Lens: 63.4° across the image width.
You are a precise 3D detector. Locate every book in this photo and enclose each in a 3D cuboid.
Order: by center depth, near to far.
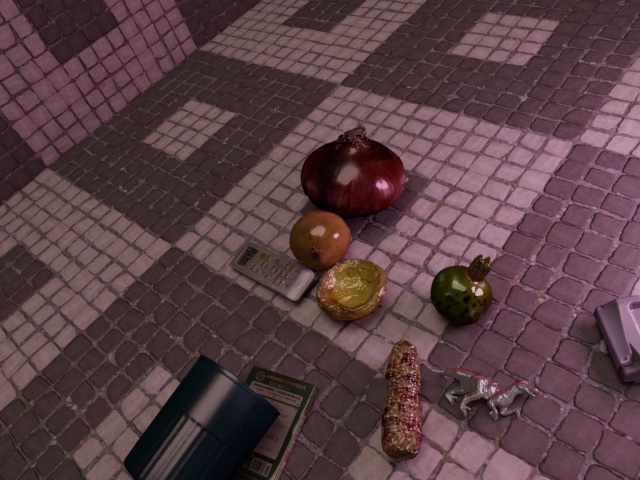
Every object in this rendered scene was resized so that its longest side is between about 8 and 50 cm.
[{"bbox_3d":[-0.146,0.467,1.332,0.202,0.027,0.264,9,56,27],"label":"book"}]

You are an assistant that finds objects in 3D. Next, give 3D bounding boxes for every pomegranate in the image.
[{"bbox_3d":[0.375,0.125,1.338,0.159,0.205,0.159,15,36,-12],"label":"pomegranate"},{"bbox_3d":[-0.001,-0.003,1.570,0.191,0.191,0.191,-10,49,11],"label":"pomegranate"}]

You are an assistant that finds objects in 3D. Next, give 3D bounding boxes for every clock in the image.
[{"bbox_3d":[0.782,0.216,1.187,0.253,0.083,0.186,-11,48,10],"label":"clock"}]

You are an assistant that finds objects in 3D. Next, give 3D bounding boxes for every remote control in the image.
[{"bbox_3d":[-0.153,0.098,1.637,0.313,0.055,0.109,23,68,38],"label":"remote control"}]

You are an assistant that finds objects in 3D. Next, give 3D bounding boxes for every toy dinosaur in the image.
[{"bbox_3d":[0.368,0.343,1.243,0.167,0.053,0.242,-41,50,-18],"label":"toy dinosaur"}]

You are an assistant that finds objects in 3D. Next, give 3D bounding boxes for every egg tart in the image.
[{"bbox_3d":[0.090,0.147,1.481,0.212,0.090,0.213,-8,50,10],"label":"egg tart"}]

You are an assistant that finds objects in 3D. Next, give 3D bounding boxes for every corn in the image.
[{"bbox_3d":[0.195,0.376,1.243,0.098,0.098,0.290,-5,48,15],"label":"corn"}]

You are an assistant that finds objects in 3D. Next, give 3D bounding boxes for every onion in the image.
[{"bbox_3d":[0.102,-0.237,1.671,0.347,0.285,0.348,-1,37,1],"label":"onion"}]

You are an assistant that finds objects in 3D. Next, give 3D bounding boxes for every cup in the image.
[{"bbox_3d":[-0.299,0.447,1.226,0.308,0.242,0.292,22,64,30],"label":"cup"}]
